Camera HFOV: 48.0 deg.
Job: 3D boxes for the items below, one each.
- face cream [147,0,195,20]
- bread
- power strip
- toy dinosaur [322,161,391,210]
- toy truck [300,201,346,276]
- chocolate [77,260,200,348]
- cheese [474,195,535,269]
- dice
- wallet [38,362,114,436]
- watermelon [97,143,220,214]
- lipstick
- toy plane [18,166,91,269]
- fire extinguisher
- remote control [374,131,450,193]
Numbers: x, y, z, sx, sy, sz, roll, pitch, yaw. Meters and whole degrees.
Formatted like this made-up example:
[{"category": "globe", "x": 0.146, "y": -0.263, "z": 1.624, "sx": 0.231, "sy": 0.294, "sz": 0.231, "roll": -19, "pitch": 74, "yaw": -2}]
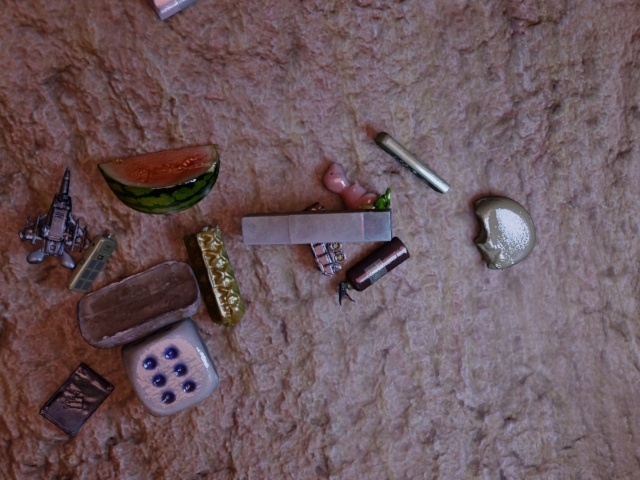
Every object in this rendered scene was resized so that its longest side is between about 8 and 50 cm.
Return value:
[{"category": "face cream", "x": -0.308, "y": -0.651, "z": 1.768, "sx": 0.269, "sy": 0.073, "sz": 0.107, "roll": -33, "pitch": 93, "yaw": -6}, {"category": "bread", "x": -0.268, "y": 0.094, "z": 1.842, "sx": 0.098, "sy": 0.087, "sz": 0.270, "roll": -18, "pitch": 98, "yaw": -10}, {"category": "power strip", "x": -0.564, "y": 0.053, "z": 1.783, "sx": 0.028, "sy": 0.076, "sz": 0.169, "roll": 32, "pitch": 90, "yaw": 20}, {"category": "toy dinosaur", "x": 0.089, "y": -0.103, "z": 1.874, "sx": 0.176, "sy": 0.152, "sz": 0.194, "roll": 8, "pitch": 87, "yaw": -4}, {"category": "toy truck", "x": 0.000, "y": 0.000, "z": 1.891, "sx": 0.092, "sy": 0.083, "sz": 0.192, "roll": -22, "pitch": 100, "yaw": -4}, {"category": "chocolate", "x": -0.442, "y": 0.170, "z": 1.783, "sx": 0.303, "sy": 0.185, "sz": 0.100, "roll": -24, "pitch": 131, "yaw": -5}, {"category": "cheese", "x": 0.499, "y": -0.035, "z": 1.989, "sx": 0.175, "sy": 0.091, "sz": 0.203, "roll": -30, "pitch": 99, "yaw": -7}, {"category": "dice", "x": -0.372, "y": 0.311, "z": 1.789, "sx": 0.194, "sy": 0.192, "sz": 0.193, "roll": -24, "pitch": 101, "yaw": -10}, {"category": "wallet", "x": -0.620, "y": 0.406, "z": 1.829, "sx": 0.111, "sy": 0.030, "sz": 0.166, "roll": 42, "pitch": 88, "yaw": -17}, {"category": "watermelon", "x": -0.387, "y": -0.141, "z": 1.772, "sx": 0.303, "sy": 0.128, "sz": 0.159, "roll": -10, "pitch": 97, "yaw": -11}, {"category": "lipstick", "x": -0.008, "y": -0.035, "z": 1.793, "sx": 0.371, "sy": 0.080, "sz": 0.076, "roll": -1, "pitch": 100, "yaw": 10}, {"category": "toy plane", "x": -0.635, "y": -0.058, "z": 1.753, "sx": 0.169, "sy": 0.078, "sz": 0.247, "roll": 11, "pitch": 92, "yaw": -22}, {"category": "fire extinguisher", "x": 0.136, "y": 0.091, "z": 1.940, "sx": 0.231, "sy": 0.071, "sz": 0.099, "roll": -37, "pitch": 129, "yaw": -5}, {"category": "remote control", "x": 0.244, "y": -0.206, "z": 1.914, "sx": 0.233, "sy": 0.098, "sz": 0.038, "roll": 36, "pitch": 94, "yaw": -13}]
